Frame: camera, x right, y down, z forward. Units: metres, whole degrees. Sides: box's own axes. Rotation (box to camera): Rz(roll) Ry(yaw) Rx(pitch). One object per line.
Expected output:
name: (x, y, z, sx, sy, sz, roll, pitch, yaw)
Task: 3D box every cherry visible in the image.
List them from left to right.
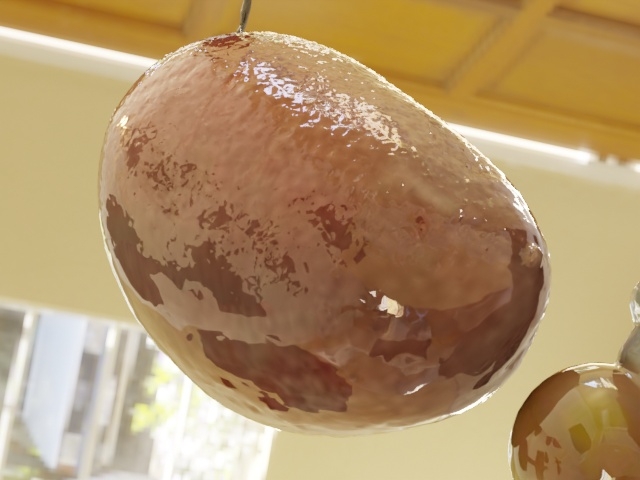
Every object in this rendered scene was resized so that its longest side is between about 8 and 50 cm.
cherry: (-0.005, 0.000, 0.384, 0.087, 0.106, 0.126, -45, 18, -2)

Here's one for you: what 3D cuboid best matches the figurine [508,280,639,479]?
figurine: (0.133, 0.045, 0.362, 0.133, 0.194, 0.274, 45, 131, 40)
